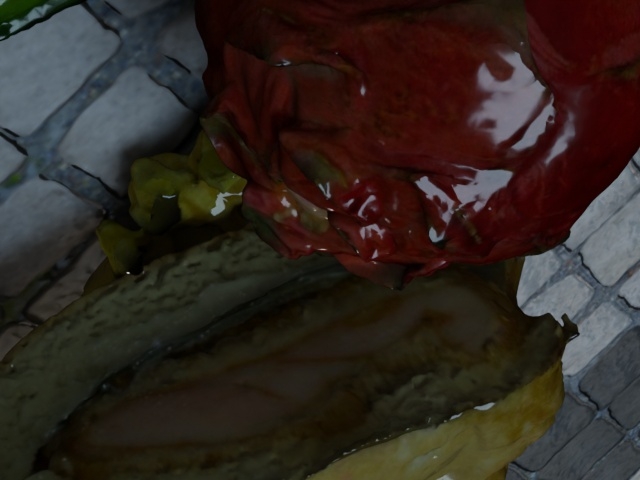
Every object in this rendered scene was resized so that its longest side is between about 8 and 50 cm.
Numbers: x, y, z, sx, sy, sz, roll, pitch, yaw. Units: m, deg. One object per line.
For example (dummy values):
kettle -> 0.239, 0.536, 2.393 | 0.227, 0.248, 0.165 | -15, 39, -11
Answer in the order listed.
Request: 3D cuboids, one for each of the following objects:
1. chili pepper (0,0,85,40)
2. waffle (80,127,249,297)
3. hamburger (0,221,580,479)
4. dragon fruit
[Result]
chili pepper -> -0.176, -0.107, 0.700 | 0.359, 0.076, 0.085 | -36, 118, -18
waffle -> -0.010, 0.003, 0.982 | 0.329, 0.062, 0.329 | -22, 143, -18
hamburger -> -0.035, 0.118, 0.900 | 0.330, 0.162, 0.209 | -21, 146, -18
dragon fruit -> 0.050, -0.102, 0.755 | 0.241, 0.252, 0.241 | 8, 133, 9
